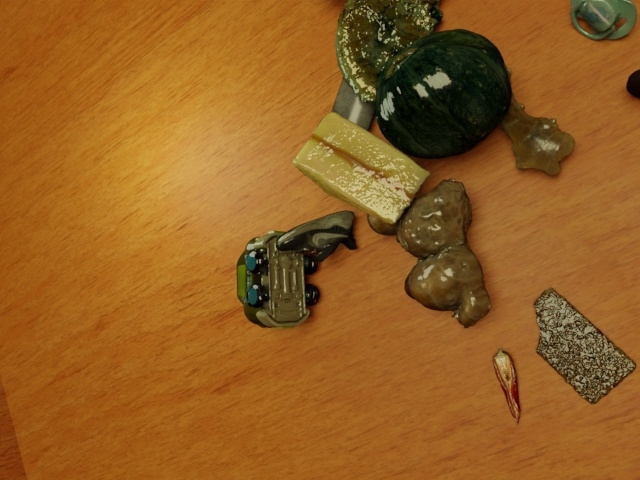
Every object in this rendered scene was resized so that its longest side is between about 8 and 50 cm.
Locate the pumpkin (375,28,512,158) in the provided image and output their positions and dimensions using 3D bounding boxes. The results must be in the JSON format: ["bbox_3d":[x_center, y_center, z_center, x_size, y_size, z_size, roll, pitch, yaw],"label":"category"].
[{"bbox_3d":[0.258,-0.293,1.175,0.293,0.197,0.263,-29,113,36],"label":"pumpkin"}]

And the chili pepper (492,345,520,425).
[{"bbox_3d":[0.426,0.325,1.217,0.045,0.027,0.178,-18,78,26],"label":"chili pepper"}]

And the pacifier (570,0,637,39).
[{"bbox_3d":[0.621,-0.511,1.179,0.150,0.127,0.116,41,66,6],"label":"pacifier"}]

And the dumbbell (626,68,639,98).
[{"bbox_3d":[0.721,-0.401,1.095,0.140,0.124,0.225,14,91,26],"label":"dumbbell"}]

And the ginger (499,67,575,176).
[{"bbox_3d":[0.463,-0.275,1.228,0.131,0.086,0.294,-38,65,41],"label":"ginger"}]

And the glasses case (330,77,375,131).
[{"bbox_3d":[0.079,-0.310,1.414,0.114,0.060,0.299,19,94,20],"label":"glasses case"}]

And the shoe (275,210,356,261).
[{"bbox_3d":[0.000,0.000,1.360,0.099,0.228,0.112,-17,95,64],"label":"shoe"}]

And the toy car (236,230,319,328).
[{"bbox_3d":[-0.139,0.109,1.429,0.198,0.204,0.247,-12,78,47],"label":"toy car"}]

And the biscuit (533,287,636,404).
[{"bbox_3d":[0.543,0.226,1.173,0.131,0.026,0.237,-47,70,12],"label":"biscuit"}]

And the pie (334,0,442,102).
[{"bbox_3d":[0.183,-0.493,1.336,0.297,0.078,0.371,-5,86,3],"label":"pie"}]

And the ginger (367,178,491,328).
[{"bbox_3d":[0.266,0.024,1.248,0.256,0.176,0.375,-32,74,36],"label":"ginger"}]

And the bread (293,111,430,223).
[{"bbox_3d":[0.091,-0.173,1.242,0.167,0.163,0.264,-56,40,-2],"label":"bread"}]
